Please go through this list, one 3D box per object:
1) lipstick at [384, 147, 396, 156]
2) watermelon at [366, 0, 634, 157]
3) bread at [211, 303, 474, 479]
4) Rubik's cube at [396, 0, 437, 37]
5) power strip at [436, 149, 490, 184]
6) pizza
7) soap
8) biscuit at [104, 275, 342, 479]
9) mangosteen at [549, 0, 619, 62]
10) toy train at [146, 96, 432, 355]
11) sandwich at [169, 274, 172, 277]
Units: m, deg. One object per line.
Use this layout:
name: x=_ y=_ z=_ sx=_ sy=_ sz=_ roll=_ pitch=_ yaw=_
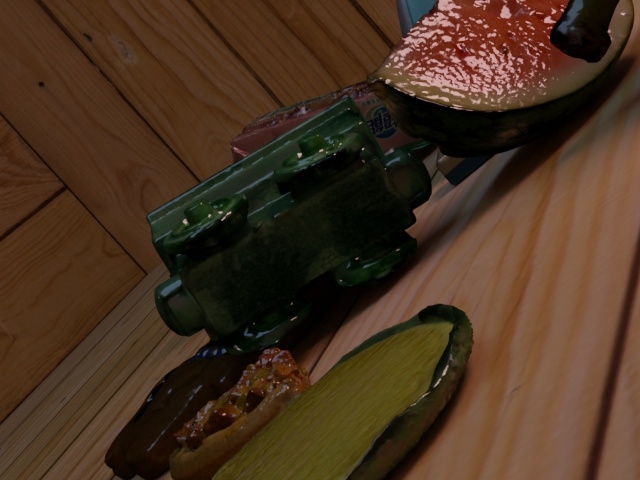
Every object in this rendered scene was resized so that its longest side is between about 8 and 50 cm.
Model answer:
lipstick: x=0.000 y=0.000 z=1.507 sx=0.264 sy=0.059 sz=0.059 roll=-40 pitch=7 yaw=11
watermelon: x=0.179 y=-0.153 z=1.218 sx=0.303 sy=0.159 sz=0.128 roll=-47 pitch=-21 yaw=-35
bread: x=0.004 y=0.122 z=0.806 sx=0.228 sy=0.033 sz=0.228 roll=-40 pitch=9 yaw=7
Rubik's cube: x=0.149 y=-0.227 z=1.454 sx=0.254 sy=0.254 sz=0.254 roll=-41 pitch=7 yaw=6
power strip: x=0.169 y=-0.108 z=1.346 sx=0.123 sy=0.032 sz=0.056 roll=-39 pitch=8 yaw=14
pizza: x=-0.060 y=0.132 z=1.044 sx=0.175 sy=0.046 sz=0.134 roll=-37 pitch=8 yaw=35
soap: x=0.025 y=-0.149 z=1.770 sx=0.273 sy=0.098 sz=0.218 roll=-15 pitch=17 yaw=18
biscuit: x=-0.096 y=0.120 z=1.339 sx=0.301 sy=0.043 sz=0.278 roll=-42 pitch=7 yaw=-1
mangosteen: x=0.264 y=-0.267 z=1.020 sx=0.289 sy=0.231 sz=0.231 roll=-47 pitch=6 yaw=9
toy train: x=-0.030 y=-0.009 z=1.219 sx=0.266 sy=0.145 sz=0.202 roll=-30 pitch=13 yaw=-1
sandwich: x=-0.064 y=-0.034 z=1.946 sx=0.249 sy=0.095 sz=0.273 roll=-37 pitch=8 yaw=28
